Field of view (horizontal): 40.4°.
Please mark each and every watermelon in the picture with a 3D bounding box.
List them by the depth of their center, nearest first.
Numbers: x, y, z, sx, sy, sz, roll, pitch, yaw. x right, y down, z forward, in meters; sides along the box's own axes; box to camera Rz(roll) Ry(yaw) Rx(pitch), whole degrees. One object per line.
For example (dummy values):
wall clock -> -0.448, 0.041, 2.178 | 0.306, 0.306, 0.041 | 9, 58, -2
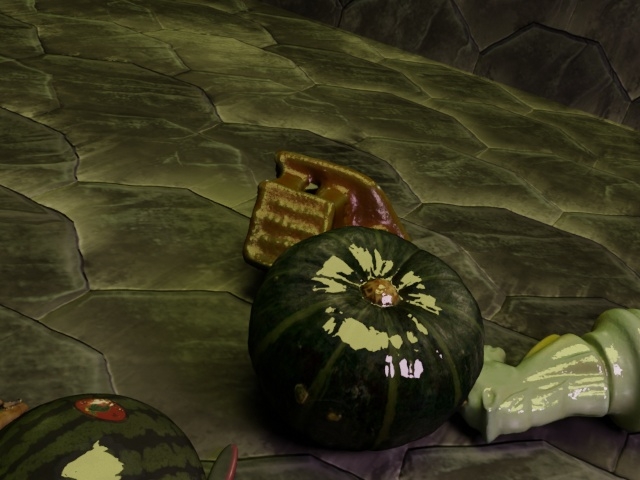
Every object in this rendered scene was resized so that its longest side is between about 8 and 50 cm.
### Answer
watermelon -> -0.203, 0.235, 0.744 | 0.212, 0.212, 0.212 | 11, 26, -6

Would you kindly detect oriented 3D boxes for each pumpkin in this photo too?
pumpkin -> 0.052, 0.124, 1.083 | 0.300, 0.207, 0.300 | 11, 46, -12

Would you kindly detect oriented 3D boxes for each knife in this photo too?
knife -> -0.126, 0.289, 0.889 | 0.035, 0.018, 0.247 | 19, 28, 3

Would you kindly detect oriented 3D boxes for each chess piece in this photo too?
chess piece -> 0.317, 0.190, 1.186 | 0.298, 0.176, 0.176 | -6, 31, -11

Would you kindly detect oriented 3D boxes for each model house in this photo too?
model house -> 0.011, -0.002, 1.350 | 0.268, 0.173, 0.239 | 17, 25, 11

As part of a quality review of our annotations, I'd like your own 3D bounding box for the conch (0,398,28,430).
conch -> -0.381, 0.225, 0.830 | 0.109, 0.093, 0.330 | 0, 4, 11
